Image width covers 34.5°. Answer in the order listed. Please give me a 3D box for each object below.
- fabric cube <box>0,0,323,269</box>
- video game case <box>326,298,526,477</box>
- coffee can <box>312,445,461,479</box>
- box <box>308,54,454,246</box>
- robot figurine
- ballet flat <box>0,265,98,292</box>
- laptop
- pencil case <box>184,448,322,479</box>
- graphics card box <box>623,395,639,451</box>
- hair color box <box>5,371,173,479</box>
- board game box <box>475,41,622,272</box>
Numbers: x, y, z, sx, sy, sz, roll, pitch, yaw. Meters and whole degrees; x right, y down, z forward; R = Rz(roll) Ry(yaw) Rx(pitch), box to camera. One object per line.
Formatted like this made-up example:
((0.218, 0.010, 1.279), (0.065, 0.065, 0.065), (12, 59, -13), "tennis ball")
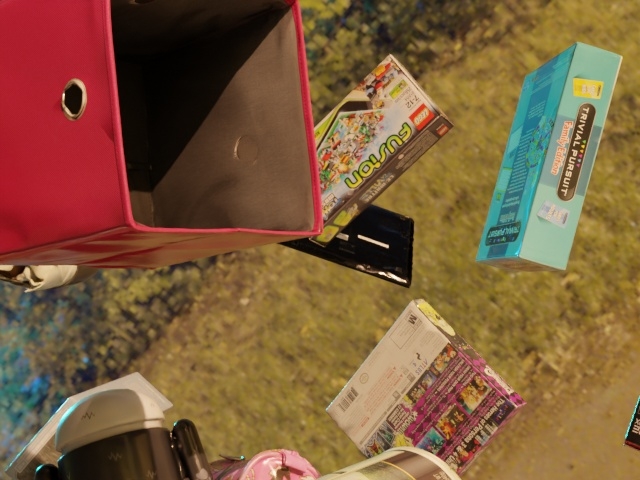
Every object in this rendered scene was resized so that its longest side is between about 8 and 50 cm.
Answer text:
((-0.184, -0.111, 1.021), (0.258, 0.259, 0.254), (-10, 83, 39), "fabric cube")
((0.142, 0.235, 1.454), (0.042, 0.210, 0.232), (-5, -45, -56), "video game case")
((0.027, 0.368, 1.185), (0.275, 0.201, 0.201), (-10, -20, -45), "coffee can")
((0.042, -0.103, 1.188), (0.207, 0.036, 0.114), (-44, 56, 13), "box")
((-0.290, 0.358, 1.518), (0.174, 0.209, 0.278), (-35, 67, 46), "robot figurine")
((-0.457, 0.033, 1.554), (0.096, 0.281, 0.095), (38, 114, 55), "ballet flat")
((0.000, 0.000, 1.440), (0.264, 0.234, 0.136), (-80, 10, -57), "laptop")
((-0.121, 0.435, 1.707), (0.160, 0.167, 0.386), (-15, -7, -24), "pencil case")
((0.544, 0.120, 1.406), (0.094, 0.233, 0.370), (19, 92, 34), "graphics card box")
((-0.429, 0.374, 1.970), (0.185, 0.114, 0.374), (-49, -6, 5), "hair color box")
((0.357, -0.120, 1.642), (0.254, 0.079, 0.335), (158, 127, -84), "board game box")
